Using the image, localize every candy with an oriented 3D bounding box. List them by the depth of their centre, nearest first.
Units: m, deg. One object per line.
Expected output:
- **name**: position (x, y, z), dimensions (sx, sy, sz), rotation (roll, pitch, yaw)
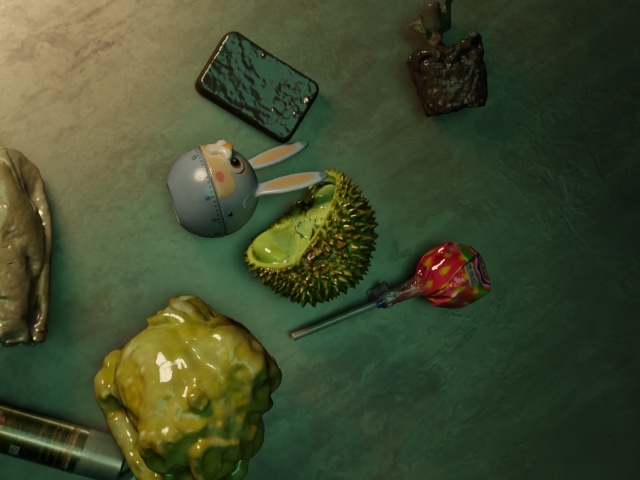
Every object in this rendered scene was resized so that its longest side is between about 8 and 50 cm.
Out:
- **candy**: position (0.121, 0.106, 1.828), dimensions (0.365, 0.124, 0.124), rotation (-22, 94, -3)

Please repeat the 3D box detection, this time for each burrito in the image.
- **burrito**: position (-0.503, 0.008, 1.658), dimensions (0.190, 0.135, 0.332), rotation (0, 90, -55)

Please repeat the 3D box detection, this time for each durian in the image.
- **durian**: position (-0.002, 0.003, 1.749), dimensions (0.237, 0.200, 0.176), rotation (-56, 136, -13)

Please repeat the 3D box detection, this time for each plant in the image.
- **plant**: position (0.222, -0.324, 1.830), dimensions (0.131, 0.142, 0.203), rotation (-19, 102, 0)

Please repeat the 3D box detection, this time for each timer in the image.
- **timer**: position (-0.141, -0.111, 1.733), dimensions (0.255, 0.175, 0.175), rotation (-35, 96, 6)

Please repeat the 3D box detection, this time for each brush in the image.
- **brush**: position (-0.109, -0.267, 1.803), dimensions (0.197, 0.059, 0.123), rotation (31, 86, -9)

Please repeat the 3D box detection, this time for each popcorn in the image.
- **popcorn**: position (-0.207, 0.264, 1.682), dimensions (0.312, 0.312, 0.312), rotation (0, 90, -10)

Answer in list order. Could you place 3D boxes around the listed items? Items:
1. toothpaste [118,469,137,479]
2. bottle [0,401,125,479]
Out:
- **toothpaste**: position (-0.345, 0.437, 1.775), dimensions (0.255, 0.037, 0.067), rotation (-33, 95, -12)
- **bottle**: position (-0.467, 0.333, 1.727), dimensions (0.286, 0.082, 0.082), rotation (19, 87, -9)
